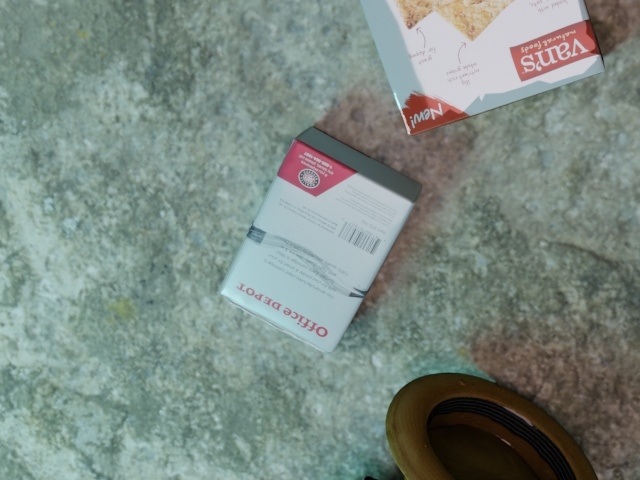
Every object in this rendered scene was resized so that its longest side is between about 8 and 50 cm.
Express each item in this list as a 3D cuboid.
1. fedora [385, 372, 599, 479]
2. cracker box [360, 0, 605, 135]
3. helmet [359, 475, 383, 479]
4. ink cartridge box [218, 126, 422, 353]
[{"bbox_3d":[0.131,0.195,0.905,0.194,0.194,0.079,28,126,3],"label":"fedora"},{"bbox_3d":[0.103,-0.212,0.840,0.156,0.067,0.232,-18,102,16],"label":"cracker box"},{"bbox_3d":[0.058,0.283,0.944,0.162,0.169,0.169,5,108,-8],"label":"helmet"},{"bbox_3d":[0.000,0.000,0.925,0.109,0.063,0.150,28,110,2],"label":"ink cartridge box"}]
